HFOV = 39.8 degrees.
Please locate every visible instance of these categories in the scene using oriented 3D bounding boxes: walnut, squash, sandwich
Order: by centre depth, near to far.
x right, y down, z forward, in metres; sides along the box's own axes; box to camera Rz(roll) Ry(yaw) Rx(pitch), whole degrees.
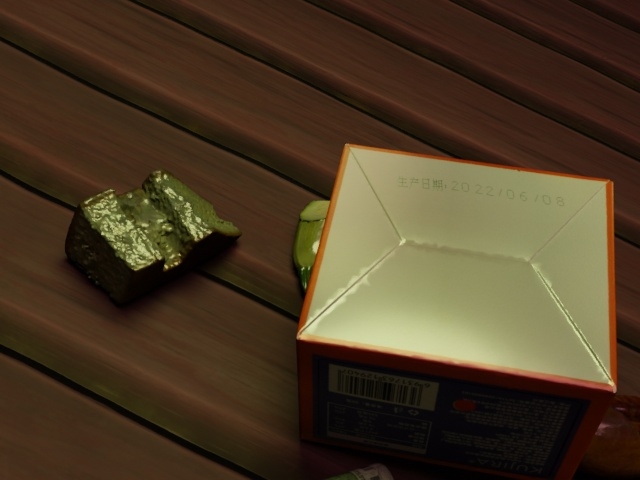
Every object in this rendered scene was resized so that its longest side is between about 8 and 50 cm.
[{"bbox_3d":[-0.211,-0.018,1.203,0.236,0.128,0.122,-30,74,-38],"label":"sandwich"},{"bbox_3d":[0.414,0.270,1.216,0.207,0.116,0.116,8,48,-16],"label":"walnut"},{"bbox_3d":[0.000,-0.003,1.307,0.090,0.075,0.200,12,45,10],"label":"squash"}]

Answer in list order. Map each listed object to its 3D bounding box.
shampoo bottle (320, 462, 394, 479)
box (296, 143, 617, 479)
[{"bbox_3d":[-0.008,0.315,1.030,0.204,0.065,0.065,-9,54,-29],"label":"shampoo bottle"},{"bbox_3d":[0.167,0.094,1.107,0.349,0.257,0.318,8,49,6],"label":"box"}]
